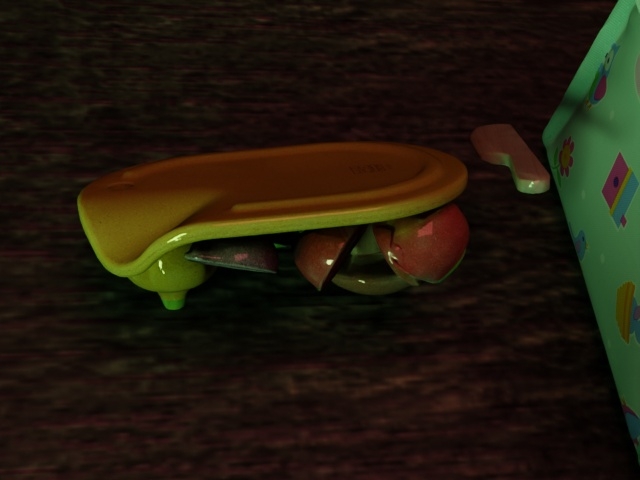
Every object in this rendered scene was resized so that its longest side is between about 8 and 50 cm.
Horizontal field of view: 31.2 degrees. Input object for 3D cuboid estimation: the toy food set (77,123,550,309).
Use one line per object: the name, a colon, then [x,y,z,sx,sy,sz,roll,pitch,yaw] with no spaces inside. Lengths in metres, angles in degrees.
toy food set: [0.000,0.000,0.539,0.218,0.071,0.128,-6,18,-6]

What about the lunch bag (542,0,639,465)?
lunch bag: [0.221,-0.046,0.517,0.160,0.262,0.223,2,55,-13]
